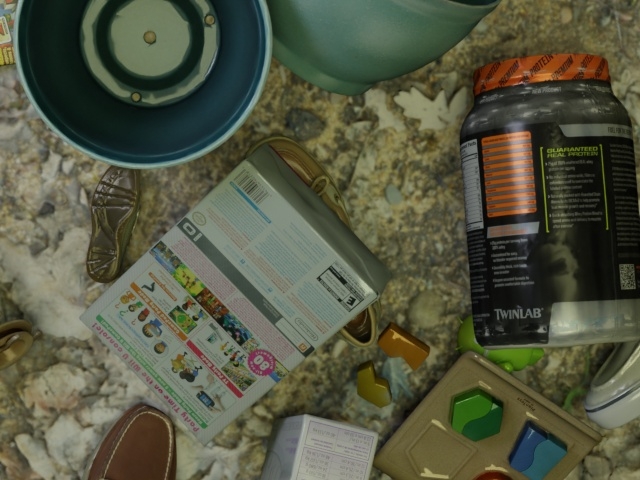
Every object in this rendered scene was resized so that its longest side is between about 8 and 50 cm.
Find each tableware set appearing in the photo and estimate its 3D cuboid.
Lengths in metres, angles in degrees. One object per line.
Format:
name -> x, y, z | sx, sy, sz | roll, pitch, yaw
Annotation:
tableware set -> -0.424, 0.168, 1.751 | 0.194, 0.128, 0.039 | -38, 69, 2

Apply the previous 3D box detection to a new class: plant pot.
plant pot -> 0.038, -0.292, 1.661 | 0.293, 0.293, 0.196 | 31, 122, -10
plant pot -> -0.194, -0.228, 1.641 | 0.272, 0.255, 0.271 | -1, 99, -4

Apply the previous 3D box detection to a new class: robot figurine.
robot figurine -> 0.225, 0.128, 1.835 | 0.115, 0.067, 0.101 | 12, 63, -14

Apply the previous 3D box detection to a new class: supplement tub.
supplement tub -> 0.275, -0.042, 1.724 | 0.207, 0.207, 0.338 | -3, 86, -5

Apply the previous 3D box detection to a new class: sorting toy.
sorting toy -> 0.169, 0.244, 1.825 | 0.307, 0.041, 0.229 | 34, 117, -10

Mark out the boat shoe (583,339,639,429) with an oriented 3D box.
boat shoe -> 0.432, 0.061, 1.813 | 0.156, 0.136, 0.367 | 43, 90, -11

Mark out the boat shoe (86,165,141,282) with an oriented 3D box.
boat shoe -> -0.253, -0.023, 1.783 | 0.056, 0.048, 0.153 | 9, 92, 5

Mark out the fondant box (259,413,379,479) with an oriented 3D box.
fondant box -> -0.034, 0.379, 1.724 | 0.096, 0.238, 0.330 | 14, 79, -8

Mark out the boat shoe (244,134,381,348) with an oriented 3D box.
boat shoe -> 0.000, 0.000, 1.783 | 0.105, 0.089, 0.285 | -31, 101, 0

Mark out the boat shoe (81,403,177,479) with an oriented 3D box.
boat shoe -> -0.243, 0.357, 1.765 | 0.123, 0.116, 0.324 | 20, 72, -17

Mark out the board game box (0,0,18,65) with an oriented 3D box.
board game box -> -0.433, -0.330, 1.717 | 0.136, 0.030, 0.259 | -10, 100, -1

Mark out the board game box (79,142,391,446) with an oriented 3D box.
board game box -> -0.103, 0.066, 1.725 | 0.303, 0.097, 0.224 | -41, 95, 21
